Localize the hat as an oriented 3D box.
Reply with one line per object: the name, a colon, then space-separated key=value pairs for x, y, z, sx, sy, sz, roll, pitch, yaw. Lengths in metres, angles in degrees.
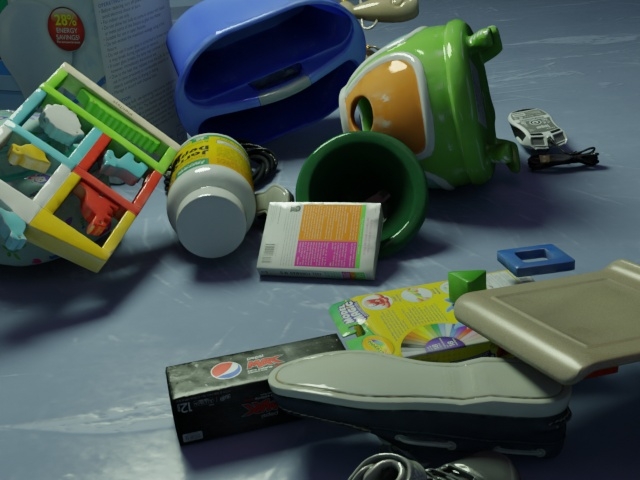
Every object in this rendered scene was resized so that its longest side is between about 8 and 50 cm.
hat: x=0.061 y=-0.043 z=1.203 sx=0.173 sy=0.183 sz=0.208 roll=-15 pitch=69 yaw=3

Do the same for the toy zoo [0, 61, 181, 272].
toy zoo: x=-0.305 y=-0.084 z=1.065 sx=0.192 sy=0.030 sz=0.293 roll=36 pitch=40 yaw=-13

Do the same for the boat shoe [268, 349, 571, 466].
boat shoe: x=0.082 y=0.144 z=0.744 sx=0.255 sy=0.079 sz=0.095 roll=0 pitch=23 yaw=3

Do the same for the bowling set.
bowling set: x=0.120 y=-0.294 z=1.614 sx=0.154 sy=0.200 sz=0.286 roll=-6 pitch=67 yaw=6

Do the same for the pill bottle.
pill bottle: x=-0.146 y=-0.059 z=1.162 sx=0.118 sy=0.117 sz=0.208 roll=-6 pitch=26 yaw=-4

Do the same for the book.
book: x=0.000 y=0.000 z=1.071 sx=0.144 sy=0.035 sz=0.096 roll=3 pitch=60 yaw=13

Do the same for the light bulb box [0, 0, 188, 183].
light bulb box: x=-0.447 y=-0.311 z=1.456 sx=0.358 sy=0.360 sz=0.225 roll=5 pitch=27 yaw=20

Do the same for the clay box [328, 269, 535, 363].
clay box: x=0.129 y=0.092 z=0.875 sx=0.222 sy=0.053 sz=0.127 roll=-10 pitch=27 yaw=-11

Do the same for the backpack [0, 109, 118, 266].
backpack: x=-0.402 y=-0.069 z=1.158 sx=0.254 sy=0.191 sz=0.225 roll=16 pitch=30 yaw=26

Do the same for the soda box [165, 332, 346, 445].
soda box: x=-0.055 y=0.137 z=0.808 sx=0.169 sy=0.053 sz=0.060 roll=-9 pitch=25 yaw=-12

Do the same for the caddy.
caddy: x=-0.091 y=-0.289 z=1.454 sx=0.342 sy=0.241 sz=0.179 roll=-25 pitch=48 yaw=-11

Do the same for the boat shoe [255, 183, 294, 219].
boat shoe: x=-0.059 y=-0.047 z=1.175 sx=0.038 sy=0.046 sz=0.125 roll=13 pitch=-12 yaw=-25

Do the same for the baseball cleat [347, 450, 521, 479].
baseball cleat: x=0.082 y=0.186 z=0.619 sx=0.072 sy=0.109 sz=0.206 roll=10 pitch=27 yaw=38

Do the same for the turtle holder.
turtle holder: x=0.161 y=-0.200 z=1.278 sx=0.228 sy=0.243 sz=0.320 roll=-9 pitch=27 yaw=17

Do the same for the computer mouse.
computer mouse: x=0.359 y=-0.159 z=1.393 sx=0.106 sy=0.042 sz=0.193 roll=-11 pitch=31 yaw=-4

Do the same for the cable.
cable: x=-0.156 y=-0.116 z=1.366 sx=0.185 sy=0.047 sz=0.150 roll=-9 pitch=26 yaw=-11

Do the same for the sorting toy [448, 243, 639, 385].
sorting toy: x=0.244 y=0.076 z=0.763 sx=0.196 sy=0.047 sz=0.348 roll=-12 pitch=18 yaw=-20
